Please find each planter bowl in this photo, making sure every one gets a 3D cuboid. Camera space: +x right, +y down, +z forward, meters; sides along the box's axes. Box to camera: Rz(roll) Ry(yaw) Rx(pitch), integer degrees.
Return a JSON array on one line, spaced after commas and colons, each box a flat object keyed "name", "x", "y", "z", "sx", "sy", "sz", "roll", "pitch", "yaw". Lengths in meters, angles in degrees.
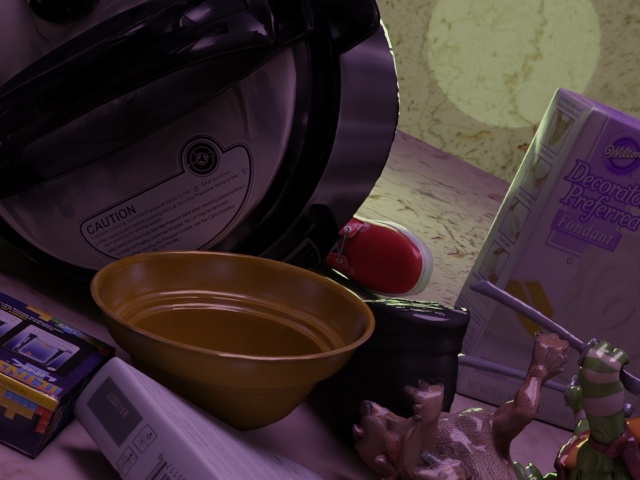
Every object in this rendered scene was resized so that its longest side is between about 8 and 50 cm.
[{"name": "planter bowl", "x": -0.072, "y": 0.086, "z": 1.134, "sx": 0.217, "sy": 0.090, "sz": 0.217, "roll": 8, "pitch": 17, "yaw": -3}]

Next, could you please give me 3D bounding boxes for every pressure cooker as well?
[{"name": "pressure cooker", "x": -0.142, "y": -0.134, "z": 1.363, "sx": 0.375, "sy": 0.370, "sz": 0.420, "roll": 23, "pitch": 8, "yaw": 12}]

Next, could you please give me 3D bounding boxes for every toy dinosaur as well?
[{"name": "toy dinosaur", "x": 0.105, "y": 0.196, "z": 1.025, "sx": 0.127, "sy": 0.200, "sz": 0.296, "roll": 3, "pitch": 38, "yaw": -8}]

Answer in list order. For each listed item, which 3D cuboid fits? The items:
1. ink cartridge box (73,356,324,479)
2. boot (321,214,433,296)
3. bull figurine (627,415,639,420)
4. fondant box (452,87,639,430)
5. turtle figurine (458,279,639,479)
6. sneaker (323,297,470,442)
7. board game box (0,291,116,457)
[{"name": "ink cartridge box", "x": -0.040, "y": 0.186, "z": 1.007, "sx": 0.232, "sy": 0.066, "sz": 0.189, "roll": 42, "pitch": -2, "yaw": -40}, {"name": "boot", "x": 0.000, "y": 0.000, "z": 1.748, "sx": 0.244, "sy": 0.088, "sz": 0.176, "roll": 24, "pitch": 9, "yaw": 40}, {"name": "bull figurine", "x": 0.364, "y": 0.250, "z": 1.351, "sx": 0.188, "sy": 0.101, "sz": 0.310, "roll": 25, "pitch": 14, "yaw": -14}, {"name": "fondant box", "x": 0.297, "y": 0.035, "z": 1.579, "sx": 0.238, "sy": 0.330, "sz": 0.096, "roll": 19, "pitch": 13, "yaw": -20}, {"name": "turtle figurine", "x": 0.258, "y": 0.118, "z": 1.228, "sx": 0.266, "sy": 0.198, "sz": 0.275, "roll": -11, "pitch": 46, "yaw": -4}, {"name": "sneaker", "x": 0.038, "y": 0.117, "z": 1.284, "sx": 0.109, "sy": 0.130, "sz": 0.286, "roll": 4, "pitch": -4, "yaw": -14}, {"name": "board game box", "x": -0.243, "y": 0.076, "z": 1.036, "sx": 0.170, "sy": 0.048, "sz": 0.141, "roll": 26, "pitch": 14, "yaw": 4}]
